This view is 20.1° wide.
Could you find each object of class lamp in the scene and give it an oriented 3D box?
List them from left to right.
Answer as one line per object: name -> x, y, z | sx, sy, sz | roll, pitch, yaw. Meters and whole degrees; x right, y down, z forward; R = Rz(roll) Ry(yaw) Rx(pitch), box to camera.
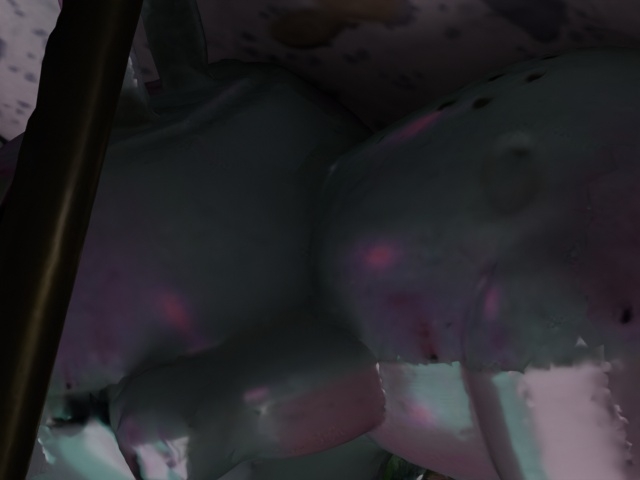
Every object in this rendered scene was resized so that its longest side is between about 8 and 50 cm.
lamp -> 0.000, 0.000, 0.664 | 0.301, 0.247, 0.247 | -6, 113, 27

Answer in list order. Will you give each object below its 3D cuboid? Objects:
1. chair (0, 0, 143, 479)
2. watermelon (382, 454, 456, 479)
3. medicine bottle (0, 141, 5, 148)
chair -> -0.241, -0.035, 0.463 | 0.365, 0.410, 0.362 | 13, 154, 33
watermelon -> 0.075, 0.097, 0.912 | 0.139, 0.071, 0.187 | 0, 169, -6
medicine bottle -> -0.274, 0.081, 0.834 | 0.245, 0.306, 0.245 | 14, 152, 8
